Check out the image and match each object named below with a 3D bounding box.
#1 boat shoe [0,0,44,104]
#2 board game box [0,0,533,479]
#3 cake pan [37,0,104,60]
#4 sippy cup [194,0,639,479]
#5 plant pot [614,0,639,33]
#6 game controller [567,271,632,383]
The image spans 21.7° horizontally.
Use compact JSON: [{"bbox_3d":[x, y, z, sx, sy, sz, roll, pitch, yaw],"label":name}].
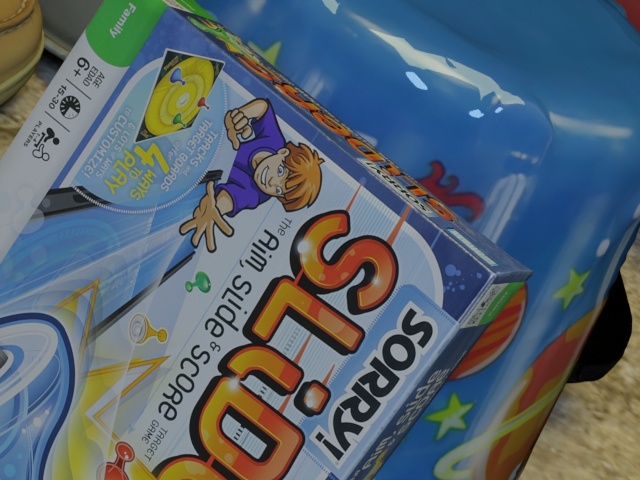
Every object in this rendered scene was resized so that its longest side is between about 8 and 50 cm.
[{"bbox_3d":[-0.212,-0.100,0.682,0.104,0.089,0.285,40,29,20],"label":"boat shoe"},{"bbox_3d":[-0.055,0.046,0.470,0.136,0.201,0.035,39,15,18],"label":"board game box"},{"bbox_3d":[-0.036,-0.147,0.909,0.293,0.054,0.293,13,28,-7],"label":"cake pan"},{"bbox_3d":[0.000,0.000,0.578,0.305,0.224,0.240,15,31,-26],"label":"sippy cup"},{"bbox_3d":[0.307,-0.090,1.015,0.275,0.275,0.243,-3,51,-47],"label":"plant pot"},{"bbox_3d":[0.066,-0.037,0.875,0.166,0.067,0.319,24,27,-13],"label":"game controller"}]
